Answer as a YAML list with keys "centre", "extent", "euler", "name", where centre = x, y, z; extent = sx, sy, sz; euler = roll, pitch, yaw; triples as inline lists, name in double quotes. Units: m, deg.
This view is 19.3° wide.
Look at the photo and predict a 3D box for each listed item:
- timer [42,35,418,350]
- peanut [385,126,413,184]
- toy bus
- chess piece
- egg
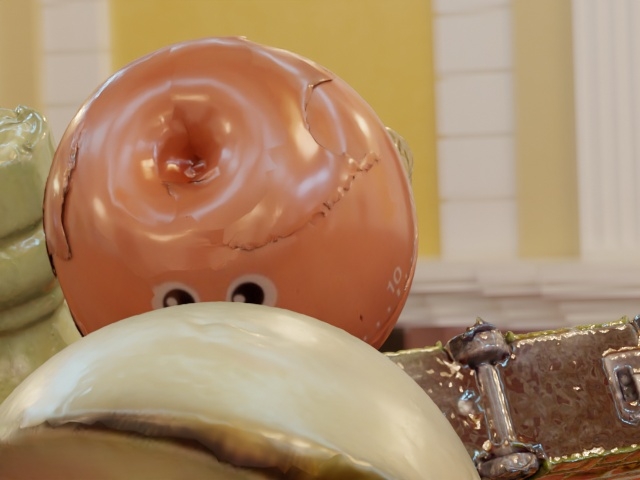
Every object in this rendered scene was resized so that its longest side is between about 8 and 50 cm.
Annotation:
- centre: [-0.055, -0.007, 1.167]
  extent: [0.229, 0.230, 0.215]
  euler: [-2, -32, 14]
  name: "timer"
- centre: [0.000, 0.000, 1.708]
  extent: [0.197, 0.110, 0.233]
  euler: [-46, -4, -35]
  name: "peanut"
- centre: [0.169, 0.119, 1.270]
  extent: [0.301, 0.113, 0.139]
  euler: [-6, -21, -19]
  name: "toy bus"
- centre: [-0.295, 0.096, 1.831]
  extent: [0.234, 0.442, 0.234]
  euler: [-10, 26, 5]
  name: "chess piece"
- centre: [-0.029, 0.108, 0.899]
  extent: [0.264, 0.174, 0.286]
  euler: [20, -30, 2]
  name: "egg"
